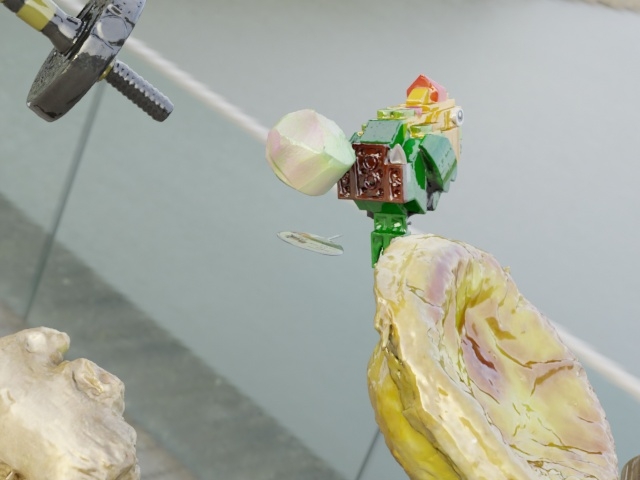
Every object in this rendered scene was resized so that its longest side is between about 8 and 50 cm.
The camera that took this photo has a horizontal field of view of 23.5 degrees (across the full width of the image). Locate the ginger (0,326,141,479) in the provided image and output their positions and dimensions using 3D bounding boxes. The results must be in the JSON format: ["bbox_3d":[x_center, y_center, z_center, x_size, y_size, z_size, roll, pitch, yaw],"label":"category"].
[{"bbox_3d":[-0.201,0.163,1.205,0.213,0.137,0.074,46,10,34],"label":"ginger"}]

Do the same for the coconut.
[{"bbox_3d":[-0.014,-0.084,1.464,0.083,0.081,0.082,20,46,-33],"label":"coconut"}]

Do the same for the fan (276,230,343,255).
[{"bbox_3d":[-0.009,-0.001,1.344,0.060,0.003,0.080,13,14,-3],"label":"fan"}]

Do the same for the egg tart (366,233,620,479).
[{"bbox_3d":[0.124,0.130,1.231,0.295,0.116,0.295,39,32,-30],"label":"egg tart"}]

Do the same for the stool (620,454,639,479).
[{"bbox_3d":[0.477,0.435,2.048,0.179,0.179,0.264,20,52,-6],"label":"stool"}]

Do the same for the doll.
[{"bbox_3d":[0.090,-0.080,1.568,0.106,0.134,0.186,3,42,33],"label":"doll"}]

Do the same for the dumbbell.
[{"bbox_3d":[-0.252,-0.205,1.280,0.325,0.143,0.143,38,14,-19],"label":"dumbbell"}]
